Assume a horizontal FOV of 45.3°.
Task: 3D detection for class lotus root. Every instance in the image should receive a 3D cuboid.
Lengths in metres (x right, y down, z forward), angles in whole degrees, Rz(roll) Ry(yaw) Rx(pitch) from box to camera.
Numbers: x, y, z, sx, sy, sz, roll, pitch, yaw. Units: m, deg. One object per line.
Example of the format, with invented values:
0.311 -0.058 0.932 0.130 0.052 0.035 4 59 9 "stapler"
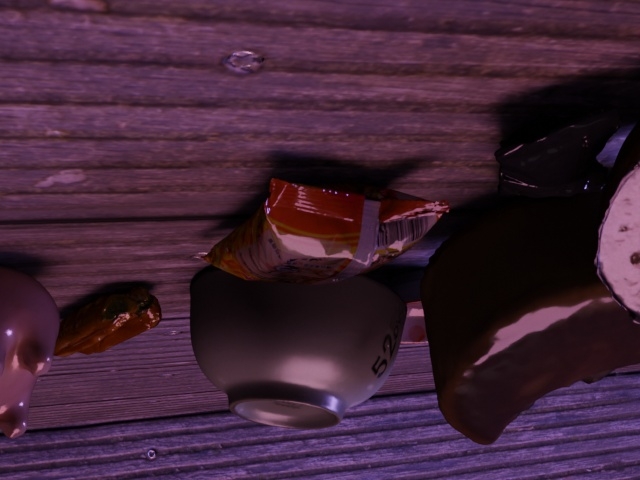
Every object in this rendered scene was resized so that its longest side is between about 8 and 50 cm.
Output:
0.404 -0.047 0.769 0.272 0.192 0.272 11 129 14 "lotus root"

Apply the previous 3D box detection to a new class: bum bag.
0.247 -0.087 0.820 0.123 0.060 0.248 -10 164 11 "bum bag"

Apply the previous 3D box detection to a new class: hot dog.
-0.348 0.136 1.245 0.115 0.072 0.269 11 153 -43 "hot dog"

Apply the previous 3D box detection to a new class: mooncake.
0.342 0.096 1.063 0.394 0.246 0.393 2 142 -16 "mooncake"

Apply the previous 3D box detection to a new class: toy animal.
-0.486 0.154 1.041 0.237 0.269 0.326 12 122 -47 "toy animal"

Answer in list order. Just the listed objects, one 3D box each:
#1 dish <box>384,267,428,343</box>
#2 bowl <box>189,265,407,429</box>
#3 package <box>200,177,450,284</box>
0.186 0.107 1.340 0.260 0.085 0.260 -3 158 -1 "dish"
-0.044 0.181 1.191 0.354 0.185 0.354 5 154 2 "bowl"
-0.007 0.000 0.914 0.223 0.108 0.288 2 163 -21 "package"
